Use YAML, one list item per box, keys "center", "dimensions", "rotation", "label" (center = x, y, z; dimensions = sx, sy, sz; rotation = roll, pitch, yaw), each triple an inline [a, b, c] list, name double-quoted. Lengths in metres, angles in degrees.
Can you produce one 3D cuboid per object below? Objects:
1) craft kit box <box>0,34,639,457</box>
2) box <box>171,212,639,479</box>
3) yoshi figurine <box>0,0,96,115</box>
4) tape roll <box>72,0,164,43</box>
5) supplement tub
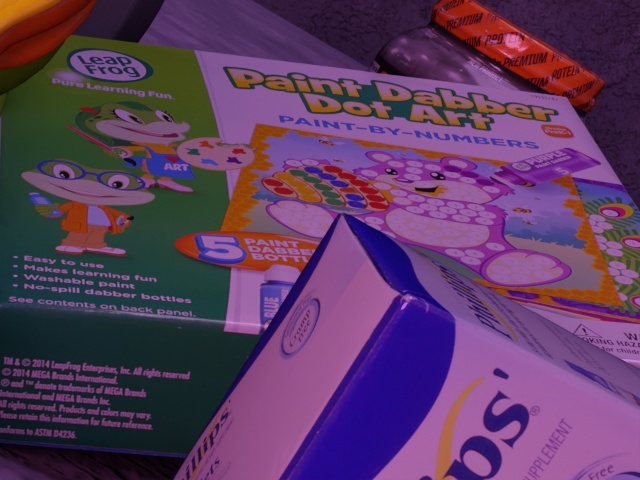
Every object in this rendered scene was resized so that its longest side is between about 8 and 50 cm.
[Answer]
- center: [0.000, 0.000, 0.736]
  dimensions: [0.250, 0.061, 0.246]
  rotation: [6, 23, -12]
  label: "craft kit box"
- center: [0.037, 0.082, 0.588]
  dimensions: [0.137, 0.126, 0.072]
  rotation: [27, 12, -22]
  label: "box"
- center: [-0.173, -0.093, 0.644]
  dimensions: [0.203, 0.203, 0.362]
  rotation: [17, -2, -8]
  label: "yoshi figurine"
- center: [-0.171, -0.158, 0.887]
  dimensions: [0.219, 0.219, 0.072]
  rotation: [32, 9, 2]
  label: "tape roll"
- center: [0.053, -0.021, 0.978]
  dimensions: [0.117, 0.190, 0.117]
  rotation: [31, 9, -6]
  label: "supplement tub"
